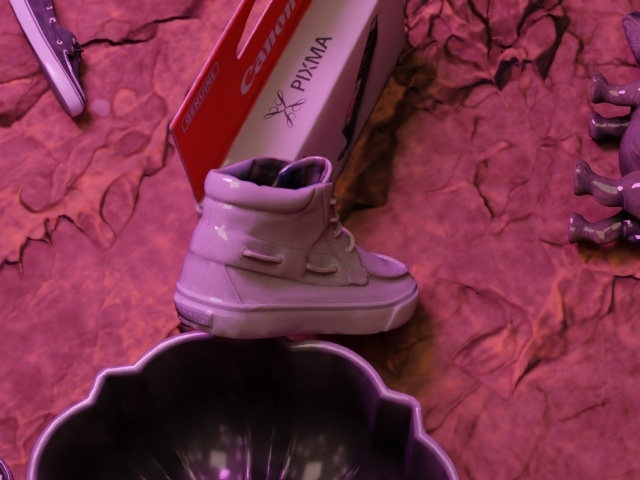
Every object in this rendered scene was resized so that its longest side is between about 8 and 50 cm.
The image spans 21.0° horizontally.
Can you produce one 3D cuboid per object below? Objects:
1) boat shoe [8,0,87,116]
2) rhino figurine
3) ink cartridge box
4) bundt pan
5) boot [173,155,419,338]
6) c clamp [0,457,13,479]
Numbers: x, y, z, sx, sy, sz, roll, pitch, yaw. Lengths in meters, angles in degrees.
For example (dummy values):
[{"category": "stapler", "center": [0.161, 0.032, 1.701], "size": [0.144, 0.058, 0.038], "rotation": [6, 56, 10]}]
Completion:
[{"category": "boat shoe", "center": [-0.231, -0.170, 1.511], "size": [0.040, 0.049, 0.142], "rotation": [-25, 62, -9]}, {"category": "rhino figurine", "center": [0.275, -0.102, 1.428], "size": [0.106, 0.073, 0.243], "rotation": [9, 63, 13]}, {"category": "ink cartridge box", "center": [-0.015, -0.126, 1.366], "size": [0.060, 0.239, 0.275], "rotation": [21, 67, 15]}, {"category": "bundt pan", "center": [-0.056, 0.234, 1.255], "size": [0.331, 0.124, 0.331], "rotation": [-2, 64, 3]}, {"category": "boot", "center": [0.000, 0.000, 1.291], "size": [0.095, 0.258, 0.123], "rotation": [21, 104, 33]}, {"category": "c clamp", "center": [-0.313, 0.209, 1.345], "size": [0.137, 0.022, 0.161], "rotation": [13, 64, 5]}]
